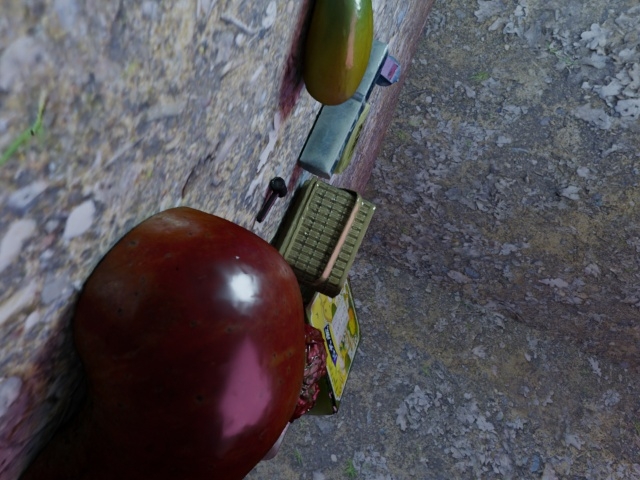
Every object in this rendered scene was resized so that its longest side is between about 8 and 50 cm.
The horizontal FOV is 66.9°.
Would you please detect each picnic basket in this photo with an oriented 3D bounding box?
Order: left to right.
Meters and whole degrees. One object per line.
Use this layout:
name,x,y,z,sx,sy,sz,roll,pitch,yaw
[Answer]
picnic basket,0.000,0.000,1.163,0.313,0.175,0.228,102,11,-81

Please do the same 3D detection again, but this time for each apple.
apple,-0.157,0.144,0.558,0.328,0.295,0.365,-29,176,6

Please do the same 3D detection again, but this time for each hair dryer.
hair dryer,-0.087,-0.068,0.833,0.083,0.026,0.047,-58,171,-9

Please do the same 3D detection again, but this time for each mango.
mango,0.025,-0.286,0.685,0.195,0.091,0.130,90,25,-54

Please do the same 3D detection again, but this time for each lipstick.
lipstick,0.046,-0.265,0.981,0.290,0.076,0.077,-64,176,-2

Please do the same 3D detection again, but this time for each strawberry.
strawberry,-0.109,0.313,1.191,0.274,0.220,0.275,-18,118,-39

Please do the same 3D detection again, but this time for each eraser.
eraser,0.066,-0.265,1.245,0.117,0.058,0.172,-59,170,-51

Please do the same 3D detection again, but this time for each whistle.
whistle,0.167,-0.473,1.328,0.157,0.090,0.091,19,96,-45

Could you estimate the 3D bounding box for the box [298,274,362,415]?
box,0.001,0.265,1.529,0.420,0.138,0.373,-56,136,-61

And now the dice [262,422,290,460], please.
dice,-0.170,0.464,1.322,0.192,0.193,0.193,-58,168,-47
